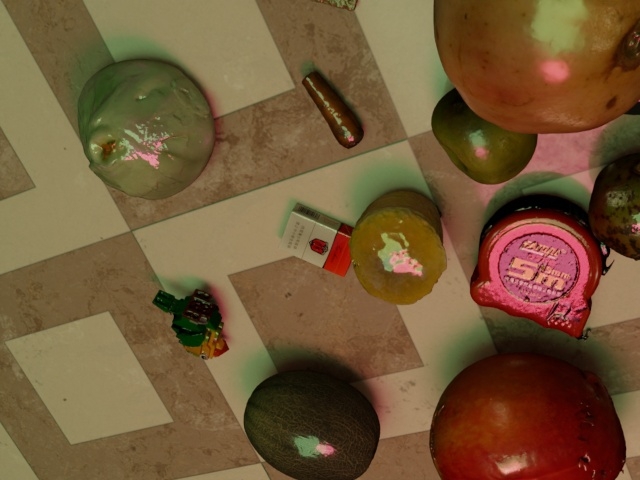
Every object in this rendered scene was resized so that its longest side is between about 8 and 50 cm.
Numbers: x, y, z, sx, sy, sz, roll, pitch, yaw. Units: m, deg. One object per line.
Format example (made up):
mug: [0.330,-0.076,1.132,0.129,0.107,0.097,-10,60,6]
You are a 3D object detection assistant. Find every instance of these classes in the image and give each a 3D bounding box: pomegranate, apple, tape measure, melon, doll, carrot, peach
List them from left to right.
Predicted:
doll: [-0.277,0.190,2.022,0.134,0.106,0.186,1,134,22]
melon: [-0.022,0.404,1.985,0.301,0.237,0.238,19,121,11]
carrot: [0.024,-0.248,1.729,0.055,0.055,0.162,-31,98,28]
apple: [0.290,-0.194,1.602,0.157,0.196,0.196,-35,105,5]
peach: [0.407,0.390,1.792,0.369,0.370,0.370,7,119,13]
tape measure: [0.421,0.041,1.731,0.253,0.114,0.261,18,118,7]
pomegranate: [0.359,-0.359,1.390,0.411,0.411,0.412,7,119,13]
pomegranate: [0.568,-0.056,1.609,0.198,0.246,0.198,-2,79,10]

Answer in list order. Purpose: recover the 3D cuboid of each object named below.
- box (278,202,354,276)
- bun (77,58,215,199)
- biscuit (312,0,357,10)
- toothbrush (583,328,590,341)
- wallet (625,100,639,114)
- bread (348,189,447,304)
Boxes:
box: [0.000,0.000,1.873,0.152,0.048,0.100,23,124,1]
bun: [-0.360,-0.204,1.787,0.293,0.187,0.293,6,117,11]
biscuit: [0.023,-0.529,1.589,0.131,0.026,0.237,15,120,6]
toothbrush: [0.523,0.187,1.790,0.008,0.097,0.006,-29,86,21]
wallet: [0.585,-0.340,1.523,0.145,0.030,0.286,6,120,17]
bread: [0.151,0.010,1.758,0.197,0.170,0.197,7,121,12]
